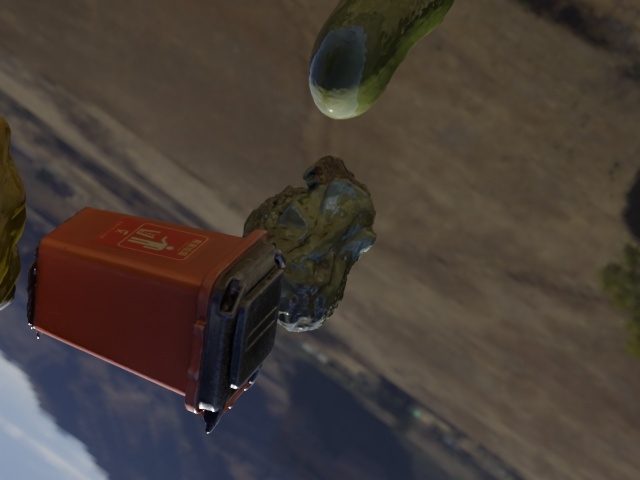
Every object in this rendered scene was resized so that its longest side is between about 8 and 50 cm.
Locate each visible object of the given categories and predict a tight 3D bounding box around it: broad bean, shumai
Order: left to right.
[{"bbox_3d":[-0.002,0.001,2.165,0.189,0.218,0.256,45,-162,-16],"label":"shumai"},{"bbox_3d":[0.069,-0.235,1.564,0.121,0.263,0.189,24,145,-1],"label":"broad bean"}]

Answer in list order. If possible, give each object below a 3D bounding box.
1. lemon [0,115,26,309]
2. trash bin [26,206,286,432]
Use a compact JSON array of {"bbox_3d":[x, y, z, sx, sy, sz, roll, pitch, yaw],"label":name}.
[{"bbox_3d":[-0.394,-0.049,1.254,0.316,0.285,0.285,51,172,-2],"label":"lemon"},{"bbox_3d":[-0.171,0.072,1.561,0.238,0.184,0.161,15,-154,16],"label":"trash bin"}]
